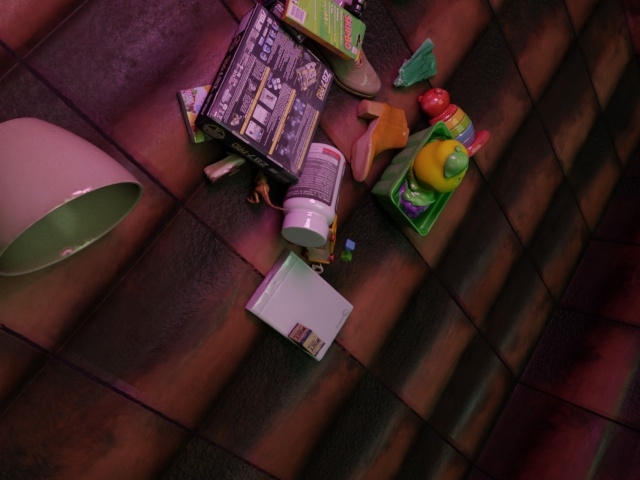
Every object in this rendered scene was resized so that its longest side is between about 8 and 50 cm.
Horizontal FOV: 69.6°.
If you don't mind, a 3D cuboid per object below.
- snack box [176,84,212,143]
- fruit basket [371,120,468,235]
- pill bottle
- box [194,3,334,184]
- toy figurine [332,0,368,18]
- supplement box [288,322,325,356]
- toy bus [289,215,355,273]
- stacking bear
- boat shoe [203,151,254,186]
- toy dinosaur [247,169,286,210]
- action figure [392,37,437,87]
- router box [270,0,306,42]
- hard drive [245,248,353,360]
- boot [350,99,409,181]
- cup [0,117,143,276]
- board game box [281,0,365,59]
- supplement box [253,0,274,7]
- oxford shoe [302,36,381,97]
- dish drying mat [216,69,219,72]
[{"bbox_3d":[-0.326,-0.350,1.273,0.100,0.037,0.141,-24,111,-32],"label":"snack box"},{"bbox_3d":[0.400,-0.229,1.617,0.283,0.392,0.392,44,72,-32],"label":"fruit basket"},{"bbox_3d":[-0.025,-0.135,1.388,0.161,0.161,0.283,30,61,-35],"label":"pill bottle"},{"bbox_3d":[-0.140,-0.410,1.313,0.318,0.097,0.395,30,66,-33],"label":"box"},{"bbox_3d":[0.045,-0.772,1.362,0.209,0.213,0.148,18,98,-36],"label":"toy figurine"},{"bbox_3d":[-0.045,0.324,1.501,0.056,0.083,0.083,-52,122,-17],"label":"supplement box"},{"bbox_3d":[0.006,-0.007,1.524,0.191,0.202,0.104,42,42,-26],"label":"toy bus"},{"bbox_3d":[0.494,-0.460,1.783,0.289,0.175,0.164,48,62,-21],"label":"stacking bear"},{"bbox_3d":[-0.248,-0.231,1.331,0.190,0.068,0.072,-31,73,-25],"label":"boat shoe"},{"bbox_3d":[-0.170,-0.146,1.364,0.064,0.112,0.212,-3,61,-28],"label":"toy dinosaur"},{"bbox_3d":[0.341,-0.628,1.693,0.232,0.063,0.137,-43,121,-27],"label":"action figure"},{"bbox_3d":[-0.085,-0.639,1.333,0.122,0.092,0.038,41,117,-20],"label":"router box"},{"bbox_3d":[-0.059,0.226,1.556,0.353,0.047,0.233,44,72,-33],"label":"hard drive"},{"bbox_3d":[0.222,-0.341,1.630,0.211,0.104,0.295,5,90,-36],"label":"boot"},{"bbox_3d":[-0.593,-0.116,0.980,0.331,0.331,0.237,-38,91,-25],"label":"cup"},{"bbox_3d":[0.017,-0.628,1.324,0.259,0.039,0.124,18,80,-31],"label":"board game box"},{"bbox_3d":[-0.183,-0.774,1.261,0.220,0.111,0.114,44,72,-32],"label":"supplement box"},{"bbox_3d":[0.091,-0.581,1.478,0.348,0.130,0.123,29,81,-35],"label":"oxford shoe"},{"bbox_3d":[-0.261,-0.458,1.321,0.032,0.008,0.083,-51,122,-19],"label":"dish drying mat"}]
